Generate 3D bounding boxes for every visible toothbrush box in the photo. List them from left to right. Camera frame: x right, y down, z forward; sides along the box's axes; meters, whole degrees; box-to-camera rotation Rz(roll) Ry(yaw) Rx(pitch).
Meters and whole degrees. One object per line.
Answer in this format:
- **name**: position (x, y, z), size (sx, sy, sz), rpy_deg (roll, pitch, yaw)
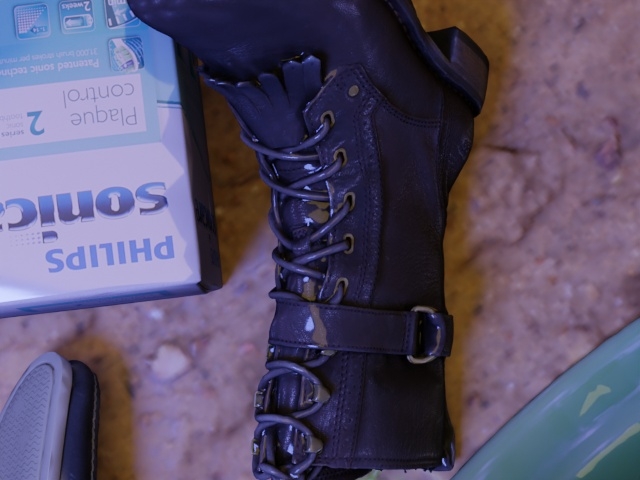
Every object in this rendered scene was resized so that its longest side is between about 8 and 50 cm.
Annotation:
- **toothbrush box**: position (-0.174, -0.107, 0.678), size (0.216, 0.126, 0.295), rpy_deg (-6, 87, 1)

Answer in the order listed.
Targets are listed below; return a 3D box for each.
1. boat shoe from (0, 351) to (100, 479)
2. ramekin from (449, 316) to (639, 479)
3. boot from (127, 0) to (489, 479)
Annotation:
- **boat shoe**: position (-0.133, 0.174, 0.692), size (0.079, 0.084, 0.233), rpy_deg (10, 77, -36)
- **ramekin**: position (0.171, 0.138, 0.573), size (0.303, 0.303, 0.148), rpy_deg (-40, 93, -2)
- **boot**: position (0.000, 0.000, 0.622), size (0.091, 0.263, 0.229), rpy_deg (0, 79, 40)
